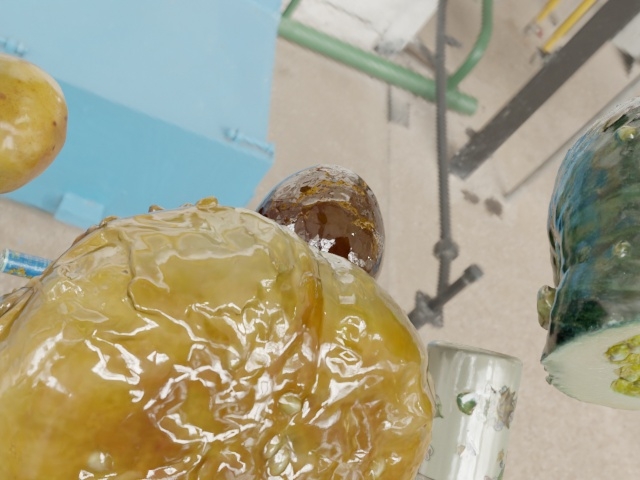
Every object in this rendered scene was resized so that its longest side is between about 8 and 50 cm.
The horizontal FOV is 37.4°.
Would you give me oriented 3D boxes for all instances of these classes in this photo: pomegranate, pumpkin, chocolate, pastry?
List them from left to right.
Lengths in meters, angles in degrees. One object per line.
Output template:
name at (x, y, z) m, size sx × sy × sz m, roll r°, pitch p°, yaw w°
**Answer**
pomegranate at (-0.485, -0.173, 1.395) m, size 0.233 × 0.233 × 0.233 m, roll 19°, pitch 48°, yaw -22°
pastry at (-0.086, 0.111, 0.619) m, size 0.315 × 0.285 × 0.184 m, roll 13°, pitch 10°, yaw -35°
chocolate at (0.000, 0.000, 1.016) m, size 0.176 × 0.177 × 0.177 m, roll 19°, pitch 48°, yaw -22°
pumpkin at (0.281, -0.004, 0.643) m, size 0.293 × 0.263 × 0.197 m, roll 42°, pitch 45°, yaw -62°

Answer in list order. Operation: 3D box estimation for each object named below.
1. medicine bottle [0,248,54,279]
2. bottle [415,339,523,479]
medicine bottle at (-0.560, 0.062, 1.932) m, size 0.191 × 0.051 × 0.051 m, roll 16°, pitch 49°, yaw -29°
bottle at (0.159, 0.251, 1.107) m, size 0.120 × 0.120 × 0.253 m, roll 15°, pitch 84°, yaw -26°
